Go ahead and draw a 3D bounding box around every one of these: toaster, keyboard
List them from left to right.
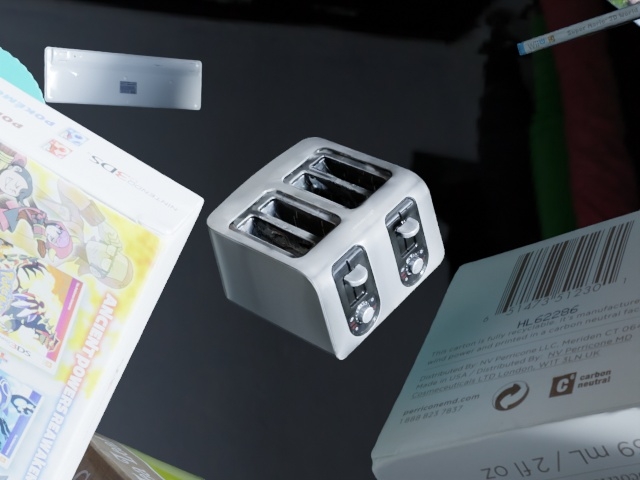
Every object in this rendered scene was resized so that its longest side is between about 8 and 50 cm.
[{"bbox_3d":[-0.271,-0.224,1.494,0.014,0.256,0.072,16,-76,46],"label":"keyboard"},{"bbox_3d":[0.000,0.000,1.016,0.185,0.168,0.110,24,-38,36],"label":"toaster"}]

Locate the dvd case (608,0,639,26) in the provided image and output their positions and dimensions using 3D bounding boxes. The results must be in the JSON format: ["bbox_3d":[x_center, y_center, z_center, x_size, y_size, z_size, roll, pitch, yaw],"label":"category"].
[{"bbox_3d":[0.349,-0.343,1.138,0.180,0.253,0.022,-45,-150,29],"label":"dvd case"}]

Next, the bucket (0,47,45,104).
[{"bbox_3d":[-0.410,-0.076,1.158,0.183,0.281,0.281,107,-17,-61],"label":"bucket"}]

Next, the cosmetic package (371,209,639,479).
[{"bbox_3d":[0.326,0.223,1.082,0.329,0.394,0.327,-21,-156,37],"label":"cosmetic package"}]

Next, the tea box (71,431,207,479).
[{"bbox_3d":[-0.028,0.307,0.651,0.329,0.323,0.220,19,-102,57],"label":"tea box"}]

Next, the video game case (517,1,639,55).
[{"bbox_3d":[0.303,-0.228,1.100,0.166,0.119,0.015,-12,-82,46],"label":"video game case"}]

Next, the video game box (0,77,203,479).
[{"bbox_3d":[-0.173,0.018,0.485,0.205,0.187,0.048,-60,176,32],"label":"video game box"}]
